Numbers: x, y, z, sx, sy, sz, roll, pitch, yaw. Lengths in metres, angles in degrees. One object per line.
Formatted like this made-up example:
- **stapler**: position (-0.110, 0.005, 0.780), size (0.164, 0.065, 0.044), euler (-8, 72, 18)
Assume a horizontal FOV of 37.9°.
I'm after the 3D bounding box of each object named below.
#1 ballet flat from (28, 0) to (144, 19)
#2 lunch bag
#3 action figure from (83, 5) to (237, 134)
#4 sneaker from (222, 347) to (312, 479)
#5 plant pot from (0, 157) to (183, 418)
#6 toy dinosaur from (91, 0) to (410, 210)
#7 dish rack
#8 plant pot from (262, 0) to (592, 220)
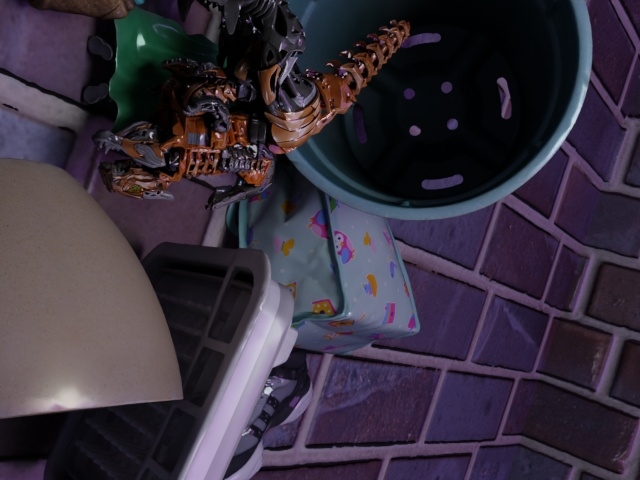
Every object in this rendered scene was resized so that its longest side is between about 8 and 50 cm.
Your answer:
- **ballet flat**: position (-0.227, -0.302, 0.691), size (0.342, 0.124, 0.116), euler (83, -3, -55)
- **lunch bag**: position (0.000, 0.000, 1.183), size (0.223, 0.160, 0.262), euler (19, 55, -59)
- **action figure**: position (-0.138, -0.166, 0.967), size (0.232, 0.063, 0.137), euler (-4, 107, -54)
- **sneaker**: position (-0.100, 0.196, 1.192), size (0.268, 0.101, 0.153), euler (-40, 136, -51)
- **plant pot**: position (-0.257, 0.043, 0.723), size (0.284, 0.284, 0.191), euler (10, 71, -60)
- **toy dinosaur**: position (-0.066, -0.153, 0.883), size (0.322, 0.164, 0.218), euler (-36, 122, -40)
- **dish rack**: position (-0.141, 0.144, 0.877), size (0.072, 0.333, 0.286), euler (29, 79, -27)
- **plant pot**: position (0.123, -0.183, 1.106), size (0.334, 0.341, 0.341), euler (14, 94, -81)
